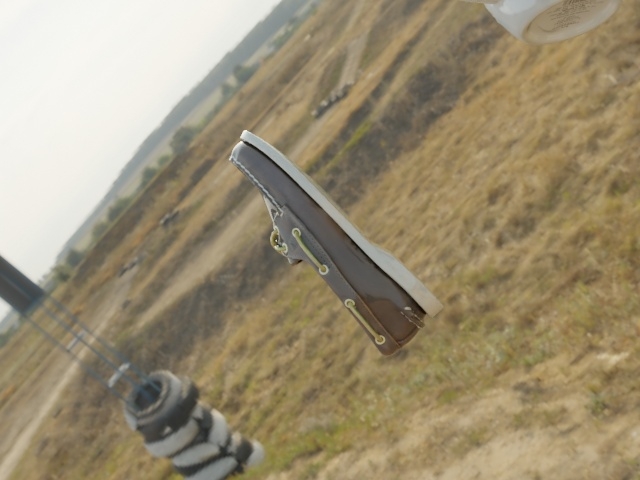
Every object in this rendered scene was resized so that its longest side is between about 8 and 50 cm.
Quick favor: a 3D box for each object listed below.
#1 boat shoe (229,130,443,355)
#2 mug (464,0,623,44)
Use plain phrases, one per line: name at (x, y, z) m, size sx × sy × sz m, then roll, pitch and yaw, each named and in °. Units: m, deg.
boat shoe at (0.000, 0.000, 1.014) m, size 0.097 × 0.324 × 0.116 m, roll -47°, pitch -6°, yaw 4°
mug at (0.307, -0.490, 1.332) m, size 0.374 × 0.328 × 0.276 m, roll -11°, pitch -14°, yaw -15°
